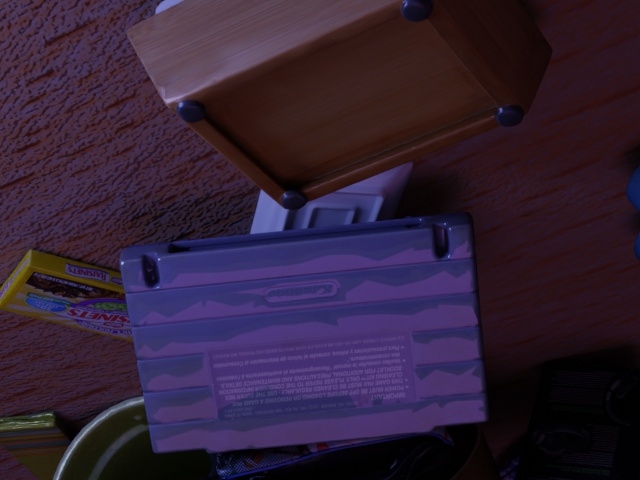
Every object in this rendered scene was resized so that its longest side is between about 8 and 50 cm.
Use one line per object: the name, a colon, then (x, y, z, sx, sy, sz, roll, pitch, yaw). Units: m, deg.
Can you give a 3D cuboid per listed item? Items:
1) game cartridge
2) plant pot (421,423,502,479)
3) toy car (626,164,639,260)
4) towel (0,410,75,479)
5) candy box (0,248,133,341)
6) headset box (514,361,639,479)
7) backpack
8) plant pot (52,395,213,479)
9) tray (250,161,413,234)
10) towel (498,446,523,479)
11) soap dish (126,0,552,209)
game cartridge: (-0.012, 0.099, 1.444, 0.355, 0.068, 0.230, -6, 113, 4)
plant pot: (0.154, 0.384, 1.745, 0.237, 0.237, 0.254, -24, 105, 29)
toy car: (0.467, -0.014, 1.396, 0.238, 0.219, 0.210, -34, 145, -6)
towel: (-0.356, 0.290, 1.899, 0.102, 0.021, 0.237, -6, 147, 14)
candy box: (-0.245, 0.068, 1.566, 0.206, 0.027, 0.105, 16, 145, -26)
headset box: (0.335, 0.335, 1.739, 0.131, 0.283, 0.246, 2, 143, 29)
backpack: (0.015, 0.208, 1.626, 0.263, 0.213, 0.276, -10, 166, 14)
plant pot: (-0.169, 0.361, 1.837, 0.276, 0.276, 0.254, -16, 156, 19)
tray: (0.000, 0.000, 1.482, 0.145, 0.030, 0.270, 3, 146, -10)
towel: (0.326, 0.411, 2.049, 0.243, 0.040, 0.336, 29, 141, -7)
soap dish: (0.021, -0.149, 1.183, 0.291, 0.118, 0.229, -21, 142, 23)
